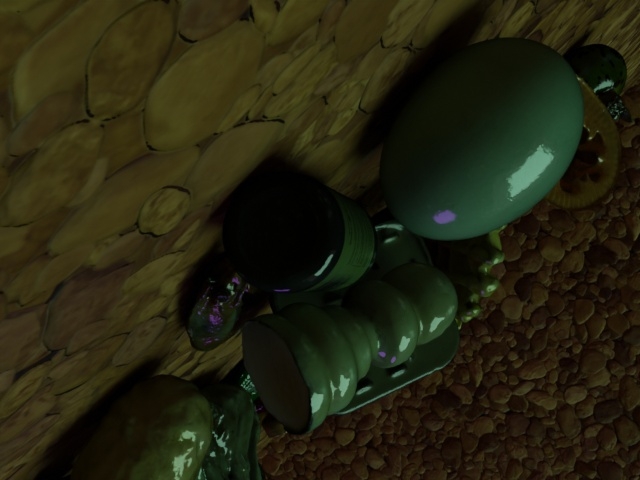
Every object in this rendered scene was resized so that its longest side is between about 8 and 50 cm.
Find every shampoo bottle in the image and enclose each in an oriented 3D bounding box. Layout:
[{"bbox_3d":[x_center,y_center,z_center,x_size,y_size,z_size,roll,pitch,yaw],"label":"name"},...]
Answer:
[{"bbox_3d":[0.000,0.000,0.736,0.101,0.101,0.284,-45,168,8],"label":"shampoo bottle"}]

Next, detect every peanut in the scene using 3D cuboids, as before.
[{"bbox_3d":[-0.215,0.296,0.840,0.147,0.148,0.318,-12,124,-68],"label":"peanut"}]

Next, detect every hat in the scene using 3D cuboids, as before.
[{"bbox_3d":[0.312,-0.145,1.236,0.244,0.233,0.233,-25,-172,-25],"label":"hat"}]

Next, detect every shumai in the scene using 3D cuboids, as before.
[{"bbox_3d":[-0.173,0.384,1.082,0.309,0.263,0.304,-42,168,0],"label":"shumai"}]

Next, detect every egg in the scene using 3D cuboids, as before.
[{"bbox_3d":[0.155,-0.096,0.753,0.231,0.168,0.168,-49,167,32],"label":"egg"}]

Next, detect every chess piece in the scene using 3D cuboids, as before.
[{"bbox_3d":[0.048,0.100,0.823,0.243,0.133,0.133,-22,159,-30],"label":"chess piece"}]

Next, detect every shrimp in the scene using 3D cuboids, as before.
[{"bbox_3d":[-0.087,0.054,0.765,0.115,0.051,0.217,-46,169,-22],"label":"shrimp"}]

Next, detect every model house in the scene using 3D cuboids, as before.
[{"bbox_3d":[0.012,0.109,1.020,0.219,0.204,0.279,-19,177,-23],"label":"model house"}]

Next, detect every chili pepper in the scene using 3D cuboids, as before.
[{"bbox_3d":[-0.115,0.236,1.264,0.224,0.061,0.098,-43,147,21],"label":"chili pepper"}]

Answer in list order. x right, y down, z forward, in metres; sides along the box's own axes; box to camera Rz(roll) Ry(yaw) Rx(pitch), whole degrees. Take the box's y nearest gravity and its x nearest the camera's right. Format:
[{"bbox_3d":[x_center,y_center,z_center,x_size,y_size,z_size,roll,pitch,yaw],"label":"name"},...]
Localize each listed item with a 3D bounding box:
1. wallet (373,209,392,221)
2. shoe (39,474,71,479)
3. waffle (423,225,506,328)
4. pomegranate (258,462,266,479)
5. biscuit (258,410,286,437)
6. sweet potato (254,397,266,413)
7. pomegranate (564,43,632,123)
[{"bbox_3d":[0.085,0.020,1.218,0.182,0.049,0.229,-32,162,-33],"label":"wallet"},{"bbox_3d":[-0.312,0.306,0.857,0.169,0.071,0.099,-28,154,-50],"label":"shoe"},{"bbox_3d":[0.173,-0.016,1.002,0.056,0.261,0.250,5,140,-12],"label":"waffle"},{"bbox_3d":[-0.213,0.493,1.597,0.214,0.214,0.247,-12,110,-68],"label":"pomegranate"},{"bbox_3d":[-0.067,0.299,1.463,0.202,0.047,0.334,-21,-170,23],"label":"biscuit"},{"bbox_3d":[-0.030,0.210,1.347,0.359,0.112,0.112,-39,168,-7],"label":"sweet potato"},{"bbox_3d":[0.463,-0.256,1.265,0.122,0.161,0.122,-21,150,-12],"label":"pomegranate"}]
